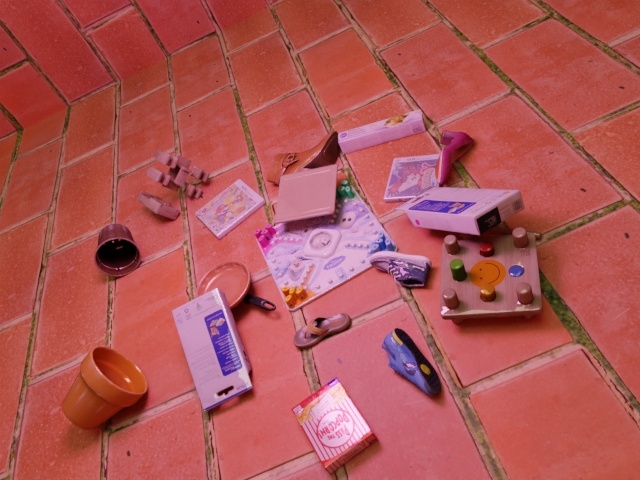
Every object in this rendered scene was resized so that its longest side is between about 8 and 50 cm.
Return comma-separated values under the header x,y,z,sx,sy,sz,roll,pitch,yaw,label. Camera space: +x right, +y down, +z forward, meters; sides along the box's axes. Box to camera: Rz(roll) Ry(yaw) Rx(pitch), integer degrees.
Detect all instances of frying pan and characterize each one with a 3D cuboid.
x,y,z,sx,sy,sz,roll,pitch,yaw,label
-0.259,0.156,1.884,0.326,0.053,0.197,-2,51,23,frying pan

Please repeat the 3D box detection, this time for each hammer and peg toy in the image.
x,y,z,sx,sy,sz,roll,pitch,yaw,label
0.461,0.050,1.558,0.266,0.127,0.361,-6,48,22,hammer and peg toy

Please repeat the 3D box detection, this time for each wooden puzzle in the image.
x,y,z,sx,sy,sz,roll,pitch,yaw,label
-0.046,-0.157,1.991,0.221,0.044,0.238,-9,49,20,wooden puzzle

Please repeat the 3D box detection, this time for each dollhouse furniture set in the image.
x,y,z,sx,sy,sz,roll,pitch,yaw,label
-0.610,-0.230,2.310,0.161,0.212,0.242,29,94,40,dollhouse furniture set

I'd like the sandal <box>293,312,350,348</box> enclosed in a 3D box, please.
x,y,z,sx,sy,sz,roll,pitch,yaw,label
-0.001,0.251,1.665,0.180,0.049,0.072,-24,44,5,sandal

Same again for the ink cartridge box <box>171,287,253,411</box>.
x,y,z,sx,sy,sz,roll,pitch,yaw,label
-0.315,0.322,1.703,0.165,0.065,0.332,-26,64,4,ink cartridge box

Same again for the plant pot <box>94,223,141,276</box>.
x,y,z,sx,sy,sz,roll,pitch,yaw,label
-0.782,0.025,2.202,0.167,0.167,0.165,-32,37,-3,plant pot

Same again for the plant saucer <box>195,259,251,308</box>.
x,y,z,sx,sy,sz,roll,pitch,yaw,label
-0.309,0.155,1.855,0.200,0.037,0.199,-16,47,18,plant saucer

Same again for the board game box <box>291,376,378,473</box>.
x,y,z,sx,sy,sz,roll,pitch,yaw,label
0.033,0.464,1.455,0.147,0.045,0.193,-35,44,-6,board game box

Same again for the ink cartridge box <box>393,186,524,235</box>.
x,y,z,sx,sy,sz,roll,pitch,yaw,label
0.391,-0.094,1.678,0.176,0.069,0.371,-28,20,-22,ink cartridge box

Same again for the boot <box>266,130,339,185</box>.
x,y,z,sx,sy,sz,roll,pitch,yaw,label
-0.064,-0.309,2.185,0.220,0.109,0.283,11,66,35,boot

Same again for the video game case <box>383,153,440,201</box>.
x,y,z,sx,sy,sz,roll,pitch,yaw,label
0.320,-0.213,1.948,0.184,0.023,0.201,-2,50,25,video game case

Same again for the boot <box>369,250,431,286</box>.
x,y,z,sx,sy,sz,roll,pitch,yaw,label
0.225,0.086,1.686,0.190,0.069,0.086,2,49,26,boot

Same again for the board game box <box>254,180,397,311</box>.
x,y,z,sx,sy,sz,roll,pitch,yaw,label
0.000,0.000,1.896,0.390,0.050,0.390,-30,44,0,board game box

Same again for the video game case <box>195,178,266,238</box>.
x,y,z,sx,sy,sz,roll,pitch,yaw,label
-0.348,-0.125,2.206,0.227,0.026,0.206,-40,44,-11,video game case

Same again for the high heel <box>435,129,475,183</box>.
x,y,z,sx,sy,sz,roll,pitch,yaw,label
0.447,-0.269,1.899,0.117,0.082,0.244,15,48,2,high heel

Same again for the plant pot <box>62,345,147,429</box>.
x,y,z,sx,sy,sz,roll,pitch,yaw,label
-0.661,0.456,1.726,0.188,0.205,0.205,-48,45,2,plant pot

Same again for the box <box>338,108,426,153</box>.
x,y,z,sx,sy,sz,roll,pitch,yaw,label
0.227,-0.404,2.141,0.324,0.067,0.063,-14,45,16,box

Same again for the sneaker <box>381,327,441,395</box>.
x,y,z,sx,sy,sz,roll,pitch,yaw,label
0.230,0.326,1.480,0.082,0.069,0.209,-54,49,22,sneaker
